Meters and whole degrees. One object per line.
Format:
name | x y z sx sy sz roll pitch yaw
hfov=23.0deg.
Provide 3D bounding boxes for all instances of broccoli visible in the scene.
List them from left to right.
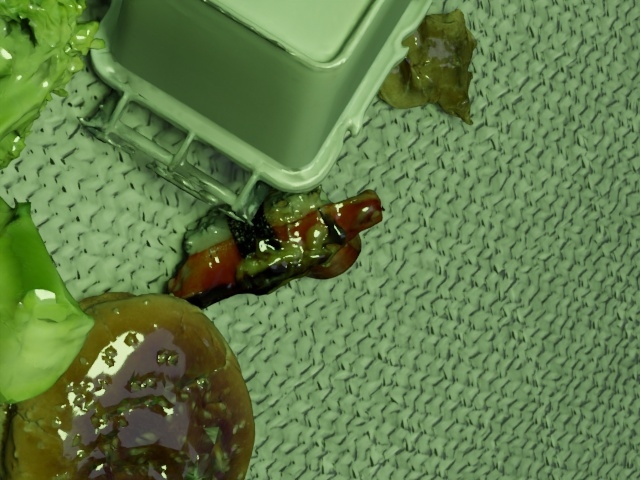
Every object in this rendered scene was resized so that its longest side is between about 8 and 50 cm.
broccoli | -0.272 -0.078 1.143 0.275 0.397 0.353 2 92 -41

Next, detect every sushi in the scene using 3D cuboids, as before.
sushi | -0.047 -0.002 1.513 0.226 0.097 0.103 -20 83 6

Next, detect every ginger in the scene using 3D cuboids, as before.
ginger | 0.111 -0.225 1.634 0.133 0.059 0.214 -5 103 -30

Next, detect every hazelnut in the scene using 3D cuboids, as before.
hazelnut | 0.000 0.000 1.593 0.086 0.086 0.086 -11 109 -37

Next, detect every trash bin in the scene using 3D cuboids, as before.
trash bin | -0.048 -0.192 1.285 0.256 0.368 0.296 33 82 -2

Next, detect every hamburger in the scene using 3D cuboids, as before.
hamburger | -0.182 0.183 1.451 0.243 0.146 0.286 -2 104 -32
